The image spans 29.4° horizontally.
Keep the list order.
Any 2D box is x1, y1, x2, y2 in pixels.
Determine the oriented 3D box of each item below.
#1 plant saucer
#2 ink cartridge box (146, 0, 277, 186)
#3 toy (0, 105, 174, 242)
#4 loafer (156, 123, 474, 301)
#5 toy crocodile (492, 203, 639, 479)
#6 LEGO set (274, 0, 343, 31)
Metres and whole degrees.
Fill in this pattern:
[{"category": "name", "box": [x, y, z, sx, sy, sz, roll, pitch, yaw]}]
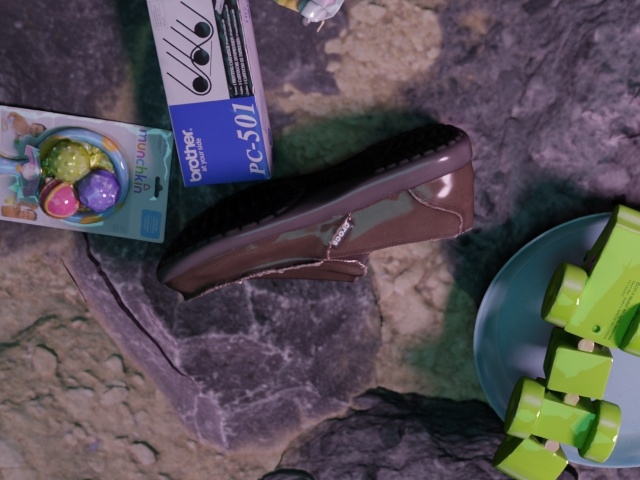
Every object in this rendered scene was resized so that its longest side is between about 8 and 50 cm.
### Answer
[{"category": "plant saucer", "box": [0.328, 0.107, 1.352, 0.318, 0.043, 0.317, 2, 114, 5]}, {"category": "ink cartridge box", "box": [-0.112, -0.163, 1.281, 0.097, 0.046, 0.207, -5, 113, 10]}, {"category": "toy", "box": [-0.288, -0.067, 1.337, 0.237, 0.056, 0.137, 10, 115, 2]}, {"category": "loafer", "box": [0.000, 0.000, 1.291, 0.366, 0.134, 0.130, -19, 110, 14]}, {"category": "toy crocodile", "box": [0.275, 0.121, 1.295, 0.115, 0.105, 0.340, 17, 110, -1]}, {"category": "LEGO set", "box": [-0.085, -0.323, 1.173, 0.287, 0.132, 0.107, 34, 104, -2]}]
